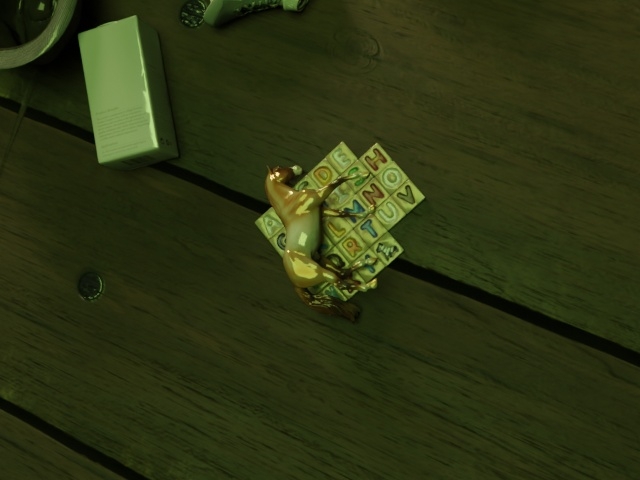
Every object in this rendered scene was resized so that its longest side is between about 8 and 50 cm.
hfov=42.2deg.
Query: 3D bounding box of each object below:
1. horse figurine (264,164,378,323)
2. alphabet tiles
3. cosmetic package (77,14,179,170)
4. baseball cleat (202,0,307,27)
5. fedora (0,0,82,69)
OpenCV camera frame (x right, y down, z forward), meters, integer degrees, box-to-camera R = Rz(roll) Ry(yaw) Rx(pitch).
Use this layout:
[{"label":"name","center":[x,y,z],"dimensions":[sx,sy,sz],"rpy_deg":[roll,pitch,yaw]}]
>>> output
[{"label":"horse figurine","center":[0.000,0.000,1.285],"dimensions":[0.174,0.066,0.263],"rpy_deg":[-5,83,10]},{"label":"alphabet tiles","center":[0.040,-0.032,1.313],"dimensions":[0.237,0.009,0.198],"rpy_deg":[-42,77,10]},{"label":"cosmetic package","center":[-0.321,-0.244,1.389],"dimensions":[0.117,0.085,0.231],"rpy_deg":[-11,82,15]},{"label":"baseball cleat","center":[-0.092,-0.395,1.339],"dimensions":[0.206,0.072,0.109],"rpy_deg":[-38,85,14]},{"label":"fedora","center":[-0.500,-0.402,1.426],"dimensions":[0.243,0.124,0.275],"rpy_deg":[-5,79,14]}]
